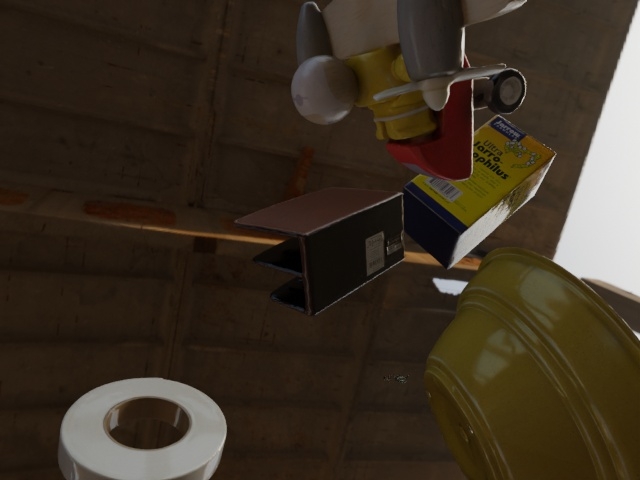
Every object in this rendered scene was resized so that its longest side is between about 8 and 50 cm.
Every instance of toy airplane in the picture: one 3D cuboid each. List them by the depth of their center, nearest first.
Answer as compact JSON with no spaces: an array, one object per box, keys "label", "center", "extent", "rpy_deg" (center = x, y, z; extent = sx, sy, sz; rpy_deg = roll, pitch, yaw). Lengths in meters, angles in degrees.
[{"label":"toy airplane","center":[0.068,-0.268,0.603],"extent":[0.272,0.386,0.384],"rpy_deg":[-37,-110,-8]}]

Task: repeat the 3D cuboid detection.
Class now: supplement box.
[{"label":"supplement box","center":[0.406,-0.130,1.245],"extent":[0.356,0.195,0.194],"rpy_deg":[-38,-26,-15]}]

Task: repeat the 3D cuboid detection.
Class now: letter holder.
[{"label":"letter holder","center":[0.000,0.000,0.945],"extent":[0.301,0.214,0.152],"rpy_deg":[-25,-62,-44]}]

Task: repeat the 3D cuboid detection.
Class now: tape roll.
[{"label":"tape roll","center":[-0.430,0.477,1.157],"extent":[0.391,0.392,0.072],"rpy_deg":[8,-75,-22]}]

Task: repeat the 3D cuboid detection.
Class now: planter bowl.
[{"label":"planter bowl","center":[0.136,0.121,0.332],"extent":[0.090,0.217,0.217],"rpy_deg":[-22,-68,-7]}]

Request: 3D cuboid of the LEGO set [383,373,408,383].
[{"label":"LEGO set","center":[0.218,0.401,1.339],"extent":[0.083,0.054,0.024],"rpy_deg":[4,-89,-15]}]
